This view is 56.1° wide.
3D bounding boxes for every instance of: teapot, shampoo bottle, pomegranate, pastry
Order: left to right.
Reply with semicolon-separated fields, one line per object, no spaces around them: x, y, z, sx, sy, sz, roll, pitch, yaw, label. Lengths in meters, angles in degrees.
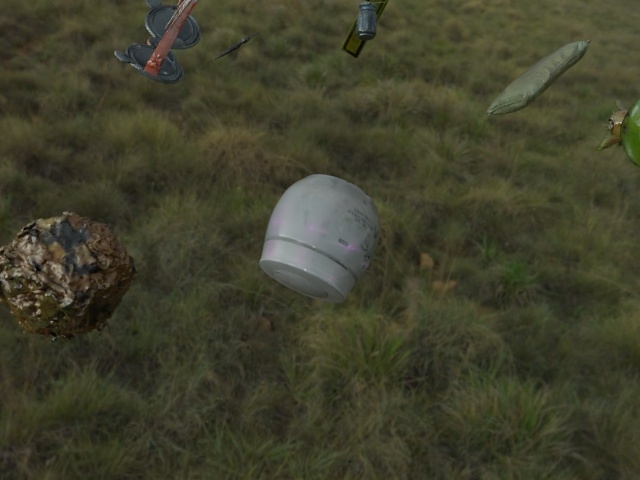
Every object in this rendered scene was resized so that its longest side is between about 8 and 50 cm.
-0.503;0.078;1.171;0.274;0.275;0.193;6;27;-11;pastry
0.000;0.000;1.485;0.273;0.273;0.266;18;71;12;shampoo bottle
0.115;-0.526;1.450;0.049;0.083;0.063;4;-2;28;teapot
0.587;-0.188;1.049;0.156;0.156;0.220;9;-4;-5;pomegranate

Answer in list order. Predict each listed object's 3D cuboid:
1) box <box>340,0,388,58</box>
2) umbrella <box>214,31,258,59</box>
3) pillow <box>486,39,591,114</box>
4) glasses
0.141;-0.644;1.697;0.064;0.220;0.141;27;41;-3;box
-0.195;-0.453;1.399;0.122;0.013;0.022;-32;21;-2;umbrella
0.617;-0.458;1.710;0.302;0.075;0.185;-41;11;-19;pillow
-0.214;-0.405;0.971;0.118;0.268;0.234;28;42;-20;glasses
